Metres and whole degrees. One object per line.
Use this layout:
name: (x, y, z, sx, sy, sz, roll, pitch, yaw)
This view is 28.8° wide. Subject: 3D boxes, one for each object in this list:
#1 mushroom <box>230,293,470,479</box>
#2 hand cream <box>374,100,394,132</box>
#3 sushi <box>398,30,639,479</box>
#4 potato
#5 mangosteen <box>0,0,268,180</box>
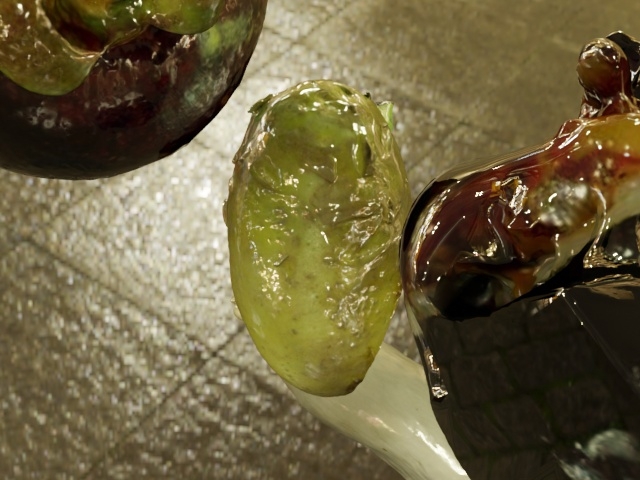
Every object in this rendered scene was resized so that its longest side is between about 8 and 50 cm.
mushroom: (0.063, 0.176, 1.428, 0.397, 0.177, 0.126, 37, 82, 8)
hand cream: (0.086, -0.168, 1.710, 0.036, 0.023, 0.122, -12, 25, 6)
sushi: (0.152, 0.020, 0.518, 0.227, 0.215, 0.212, -27, 69, -22)
potato: (0.000, 0.000, 1.136, 0.176, 0.298, 0.141, -5, 19, -17)
mangosteen: (-0.167, -0.174, 0.829, 0.288, 0.288, 0.288, 5, 43, -4)
